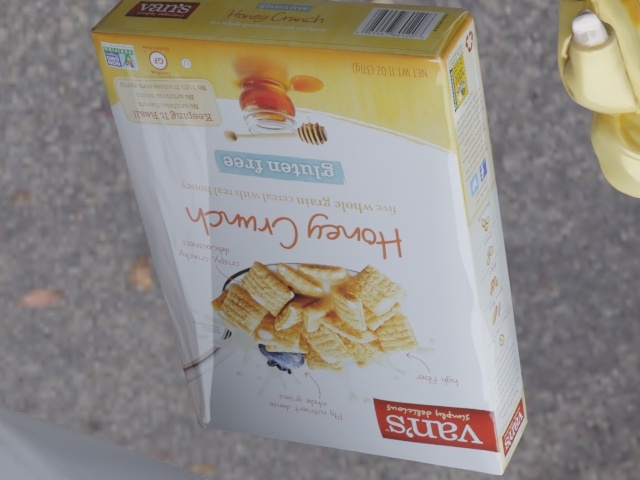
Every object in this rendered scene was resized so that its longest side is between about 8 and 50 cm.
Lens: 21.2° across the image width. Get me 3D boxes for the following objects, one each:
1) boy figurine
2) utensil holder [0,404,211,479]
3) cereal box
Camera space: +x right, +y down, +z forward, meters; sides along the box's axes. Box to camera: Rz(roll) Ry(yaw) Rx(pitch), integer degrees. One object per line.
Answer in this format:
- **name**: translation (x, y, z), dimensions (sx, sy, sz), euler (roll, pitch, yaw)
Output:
- **boy figurine**: translation (0.233, -0.168, 1.352), dimensions (0.092, 0.177, 0.285), euler (-12, 101, 25)
- **utensil holder**: translation (-0.101, 0.249, 0.722), dimensions (0.327, 0.328, 0.385), euler (-23, 154, 18)
- **cereal box**: translation (0.000, 0.000, 0.806), dimensions (0.173, 0.047, 0.240), euler (6, 128, 25)
